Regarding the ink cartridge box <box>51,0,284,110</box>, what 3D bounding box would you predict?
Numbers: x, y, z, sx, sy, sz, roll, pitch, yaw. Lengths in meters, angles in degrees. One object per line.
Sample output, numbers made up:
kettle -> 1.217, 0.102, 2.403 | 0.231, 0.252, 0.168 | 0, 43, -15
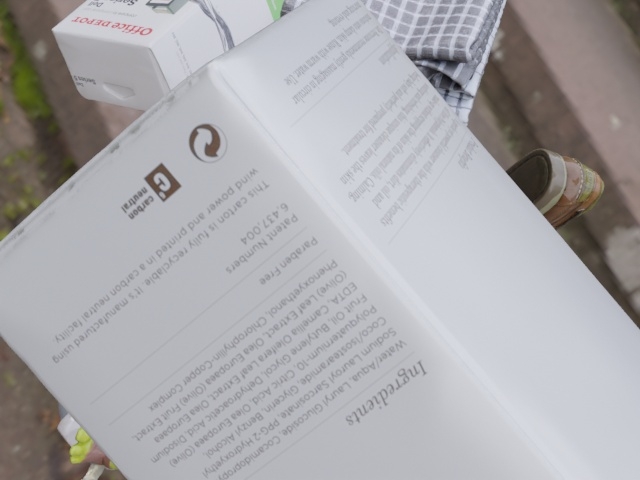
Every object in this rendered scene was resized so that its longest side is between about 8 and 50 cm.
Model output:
ink cartridge box -> -0.195, -0.303, 2.136 | 0.273, 0.198, 0.115 | -47, 133, -32

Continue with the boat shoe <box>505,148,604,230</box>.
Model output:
boat shoe -> 0.254, -0.022, 2.122 | 0.104, 0.307, 0.111 | 14, 66, -30

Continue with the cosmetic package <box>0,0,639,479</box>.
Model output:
cosmetic package -> 0.053, 0.085, 0.672 | 0.365, 0.155, 0.197 | 51, 23, -3

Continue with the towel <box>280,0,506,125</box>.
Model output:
towel -> 0.095, -0.286, 1.776 | 0.235, 0.121, 0.284 | 19, 53, 4

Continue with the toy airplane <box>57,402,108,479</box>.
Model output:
toy airplane -> -0.212, 0.306, 2.051 | 0.384, 0.272, 0.386 | 36, 1, -3

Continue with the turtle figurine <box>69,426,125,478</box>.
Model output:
turtle figurine -> -0.101, 0.188, 1.376 | 0.217, 0.270, 0.087 | 30, 27, 16
